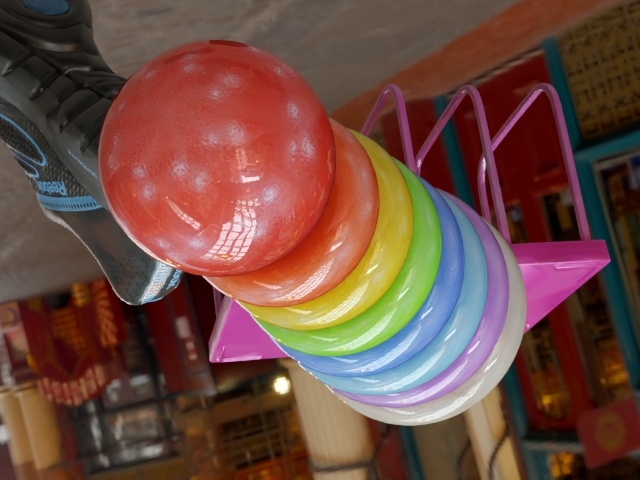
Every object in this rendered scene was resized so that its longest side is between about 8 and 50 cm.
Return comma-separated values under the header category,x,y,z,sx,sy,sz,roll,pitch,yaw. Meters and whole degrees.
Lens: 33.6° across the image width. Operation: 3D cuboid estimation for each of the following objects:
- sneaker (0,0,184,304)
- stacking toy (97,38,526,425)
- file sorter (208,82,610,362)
category,x,y,z,sx,sy,sz,roll,pitch,yaw
sneaker,-0.203,-0.090,0.786,0.125,0.341,0.139,-17,138,-34
stacking toy,0.000,0.000,0.512,0.141,0.141,0.330,-16,158,18
file sorter,0.052,-0.020,0.903,0.291,0.182,0.202,-3,158,-13
